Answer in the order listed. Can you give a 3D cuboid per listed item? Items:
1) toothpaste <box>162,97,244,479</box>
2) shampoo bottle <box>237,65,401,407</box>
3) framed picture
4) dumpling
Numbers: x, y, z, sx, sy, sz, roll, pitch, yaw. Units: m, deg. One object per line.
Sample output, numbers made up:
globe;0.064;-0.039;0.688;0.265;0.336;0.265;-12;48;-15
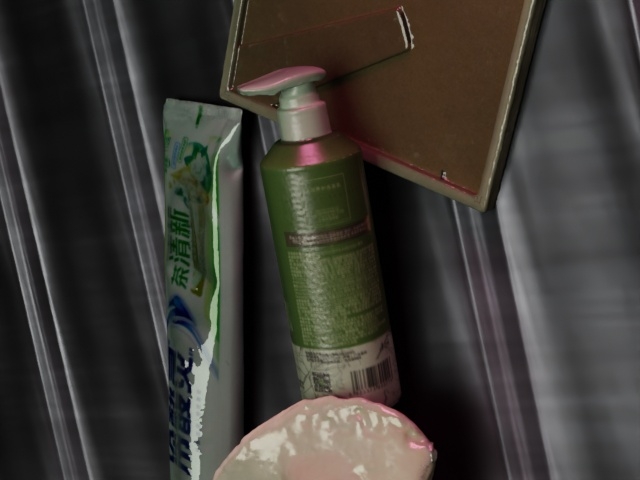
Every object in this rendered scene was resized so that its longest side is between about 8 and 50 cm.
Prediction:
toothpaste;-0.075;0.058;0.984;0.075;0.048;0.296;11;106;44
shampoo bottle;0.000;0.000;0.880;0.065;0.065;0.204;2;108;39
framed picture;0.031;-0.120;0.870;0.203;0.015;0.150;25;116;32
dumpling;0.005;0.203;0.896;0.166;0.126;0.215;12;140;29
